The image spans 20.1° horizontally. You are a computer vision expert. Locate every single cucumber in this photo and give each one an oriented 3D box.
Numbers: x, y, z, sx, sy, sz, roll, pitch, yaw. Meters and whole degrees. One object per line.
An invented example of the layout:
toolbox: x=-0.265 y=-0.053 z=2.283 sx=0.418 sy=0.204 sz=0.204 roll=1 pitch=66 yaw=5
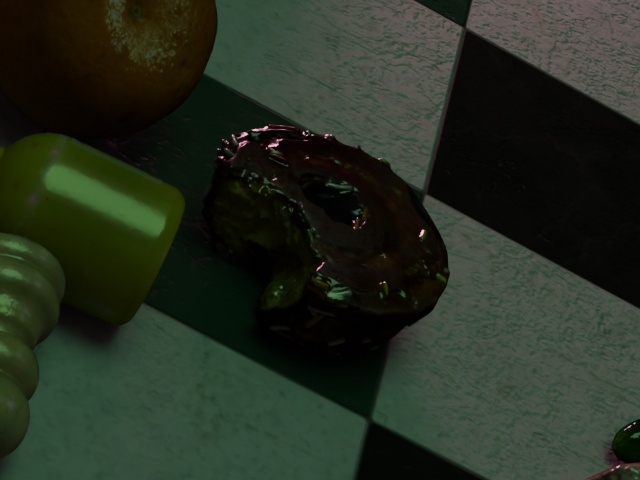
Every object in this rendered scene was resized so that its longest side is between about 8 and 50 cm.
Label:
cucumber: x=0.373 y=0.173 z=1.707 sx=0.284 sy=0.056 sz=0.056 roll=-10 pitch=53 yaw=-40

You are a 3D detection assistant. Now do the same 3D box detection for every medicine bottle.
medicine bottle: x=-0.224 y=-0.028 z=1.418 sx=0.212 sy=0.122 sz=0.122 roll=26 pitch=36 yaw=-10

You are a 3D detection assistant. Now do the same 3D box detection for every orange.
orange: x=-0.200 y=-0.197 z=1.570 sx=0.224 sy=0.224 sz=0.170 roll=-8 pitch=11 yaw=-43

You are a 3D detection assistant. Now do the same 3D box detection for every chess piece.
chess piece: x=-0.243 y=0.084 z=1.310 sx=0.094 sy=0.094 sz=0.170 roll=21 pitch=44 yaw=-17

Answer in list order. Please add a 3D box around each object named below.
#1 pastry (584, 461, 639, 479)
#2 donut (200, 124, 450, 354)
pastry: x=0.318 y=0.236 z=1.536 sx=0.265 sy=0.103 sz=0.112 roll=17 pitch=77 yaw=-32
donut: x=0.001 y=0.000 z=1.584 sx=0.230 sy=0.096 sz=0.216 roll=44 pitch=34 yaw=16
